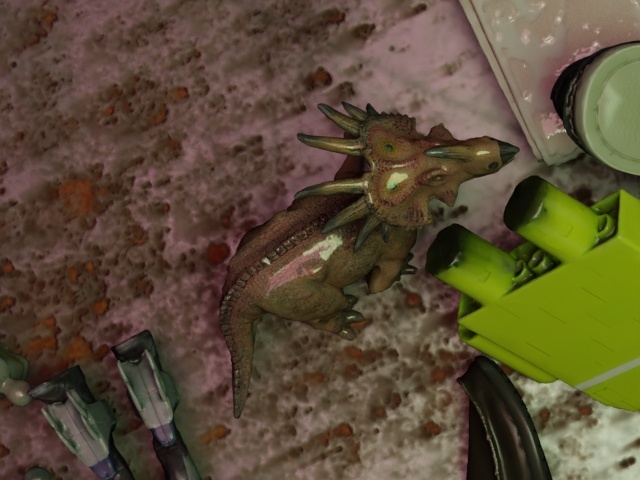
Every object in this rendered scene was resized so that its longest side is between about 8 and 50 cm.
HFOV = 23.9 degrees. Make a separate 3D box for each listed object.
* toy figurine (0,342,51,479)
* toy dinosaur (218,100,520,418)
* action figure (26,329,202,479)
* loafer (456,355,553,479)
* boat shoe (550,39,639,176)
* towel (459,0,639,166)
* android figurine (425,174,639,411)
[{"bbox_3d":[-0.320,0.177,1.185,0.210,0.148,0.213,-13,85,7],"label":"toy figurine"},{"bbox_3d":[0.000,0.000,1.127,0.295,0.200,0.127,-45,83,4],"label":"toy dinosaur"},{"bbox_3d":[-0.119,0.220,1.183,0.185,0.099,0.285,-28,88,-7],"label":"action figure"},{"bbox_3d":[0.142,0.197,1.157,0.078,0.080,0.220,-19,85,6],"label":"loafer"},{"bbox_3d":[0.320,-0.079,1.082,0.340,0.113,0.127,2,99,-16],"label":"boat shoe"},{"bbox_3d":[0.251,-0.264,1.154,0.332,0.053,0.317,-27,77,10],"label":"towel"},{"bbox_3d":[0.218,0.046,1.093,0.273,0.248,0.056,27,52,-24],"label":"android figurine"}]
